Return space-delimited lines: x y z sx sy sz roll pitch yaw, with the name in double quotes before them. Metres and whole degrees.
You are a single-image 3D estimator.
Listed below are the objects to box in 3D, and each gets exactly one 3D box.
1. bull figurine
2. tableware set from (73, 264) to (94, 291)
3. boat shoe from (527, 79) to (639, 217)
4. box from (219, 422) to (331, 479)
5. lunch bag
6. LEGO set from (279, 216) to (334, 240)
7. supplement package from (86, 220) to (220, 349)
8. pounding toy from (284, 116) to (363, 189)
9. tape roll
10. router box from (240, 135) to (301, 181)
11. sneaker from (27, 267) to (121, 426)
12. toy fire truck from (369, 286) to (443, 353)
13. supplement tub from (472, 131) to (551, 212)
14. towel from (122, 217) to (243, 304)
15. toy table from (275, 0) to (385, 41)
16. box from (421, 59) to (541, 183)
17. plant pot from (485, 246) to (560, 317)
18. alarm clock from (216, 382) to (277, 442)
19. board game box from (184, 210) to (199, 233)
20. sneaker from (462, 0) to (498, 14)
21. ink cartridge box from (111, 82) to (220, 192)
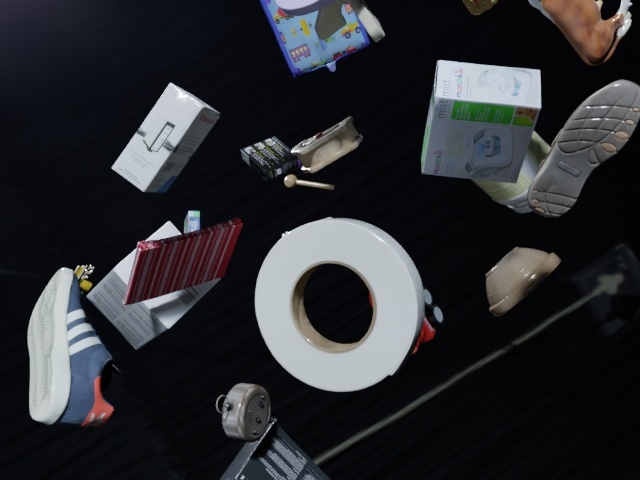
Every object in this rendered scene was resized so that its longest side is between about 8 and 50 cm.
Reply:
"bull figurine" 0.608 -0.568 1.902 0.310 0.188 0.101 49 2 -11
"tableware set" -0.538 0.103 1.771 0.024 0.104 0.154 38 -19 -24
"boat shoe" 0.534 -0.197 1.641 0.123 0.116 0.324 34 -59 0
"box" -0.094 0.603 1.934 0.261 0.184 0.103 48 -46 -9
"lunch bag" -0.017 -0.574 2.065 0.138 0.221 0.293 -108 174 -73
"LEGO set" 0.000 0.000 2.396 0.244 0.182 0.060 -16 -115 41
"supplement package" -0.427 0.120 2.035 0.198 0.199 0.263 49 -35 -6
"pounding toy" 0.013 -0.242 2.413 0.155 0.269 0.154 58 8 -15
"tape roll" 0.039 0.144 1.783 0.392 0.392 0.072 57 22 9
"router box" -0.166 -0.274 2.662 0.179 0.133 0.046 44 -29 45
"sneaker" -0.450 0.202 1.488 0.148 0.131 0.350 24 34 -34
"toy fire truck" 0.190 0.216 2.108 0.158 0.246 0.217 -23 -71 32
"supplement tub" 0.559 -0.255 2.435 0.325 0.235 0.235 38 -4 -25
"towel" -0.312 0.047 1.824 0.031 0.275 0.199 50 -43 27
"toy table" 0.055 -0.564 1.769 0.161 0.274 0.252 34 41 -49
"box" 0.361 -0.269 1.832 0.262 0.231 0.127 92 5 -55
"plant pot" 0.535 0.094 2.198 0.110 0.237 0.237 49 -15 7
"alarm clock" -0.172 0.383 1.795 0.064 0.129 0.192 -1 -20 34
"board game box" -0.382 0.024 2.373 0.136 0.035 0.201 140 -50 -70
"sneaker" 0.456 -0.673 2.195 0.069 0.084 0.185 50 -3 -18
"ink cartridge box" -0.301 -0.198 1.583 0.086 0.203 0.148 36 5 3
